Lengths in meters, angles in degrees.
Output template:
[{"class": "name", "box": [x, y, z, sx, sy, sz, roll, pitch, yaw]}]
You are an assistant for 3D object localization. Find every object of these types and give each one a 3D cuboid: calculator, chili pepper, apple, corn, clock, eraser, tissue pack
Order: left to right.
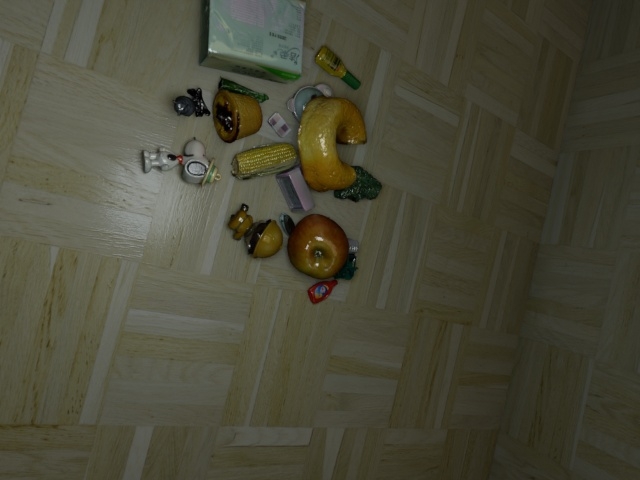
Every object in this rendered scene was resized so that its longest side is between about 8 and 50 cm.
[{"class": "chili pepper", "box": [-0.329, -0.644, 1.765, 0.227, 0.059, 0.088, 2, 89, -31]}, {"class": "tissue pack", "box": [-0.284, -0.861, 1.684, 0.405, 0.205, 0.331, 1, 94, -29]}, {"class": "corn", "box": [-0.250, -0.355, 1.804, 0.306, 0.122, 0.123, -17, 119, -24]}, {"class": "eraser", "box": [-0.191, -0.530, 1.865, 0.065, 0.026, 0.105, -49, 115, -13]}, {"class": "clock", "box": [-0.117, -0.228, 1.861, 0.063, 0.150, 0.197, -32, 109, -26]}, {"class": "calculator", "box": [-0.085, -0.337, 1.943, 0.141, 0.019, 0.094, -35, 107, -21]}, {"class": "apple", "box": [-0.002, 0.034, 1.862, 0.302, 0.302, 0.301, -3, 96, -28]}]

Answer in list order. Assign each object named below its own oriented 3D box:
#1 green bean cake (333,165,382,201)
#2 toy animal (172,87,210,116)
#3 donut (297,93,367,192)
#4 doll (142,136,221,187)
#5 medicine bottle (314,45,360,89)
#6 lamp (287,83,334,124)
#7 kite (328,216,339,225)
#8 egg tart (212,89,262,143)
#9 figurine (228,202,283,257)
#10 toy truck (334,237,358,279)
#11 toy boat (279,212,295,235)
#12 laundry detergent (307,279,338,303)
[{"class": "green bean cake", "box": [0.196, -0.256, 2.055, 0.208, 0.107, 0.193, 32, 78, -28]}, {"class": "toy animal", "box": [-0.542, -0.536, 1.597, 0.210, 0.117, 0.121, -53, 133, -64]}, {"class": "donut", "box": [0.060, -0.446, 1.832, 0.378, 0.164, 0.434, 35, 69, -54]}, {"class": "doll", "box": [-0.561, -0.295, 1.636, 0.272, 0.144, 0.208, -24, 85, -28]}, {"class": "medicine bottle", "box": [0.089, -0.828, 1.970, 0.261, 0.064, 0.094, 30, 80, -28]}, {"class": "lamp", "box": [-0.029, -0.641, 1.898, 0.246, 0.108, 0.179, -43, 117, -19]}, {"class": "kite", "box": [-0.001, 0.000, 2.020, 0.141, 0.015, 0.245, 41, 79, -26]}, {"class": "egg tart", "box": [-0.347, -0.519, 1.688, 0.171, 0.215, 0.215, -20, 104, -37]}, {"class": "figurine", "box": [-0.283, -0.029, 1.781, 0.257, 0.167, 0.192, 33, 92, -24]}, {"class": "toy truck", "box": [0.136, 0.096, 2.044, 0.110, 0.116, 0.215, 7, 91, -29]}, {"class": "toy boat", "box": [-0.160, -0.079, 1.901, 0.059, 0.066, 0.140, -50, 143, -28]}, {"class": "laundry detergent", "box": [0.018, 0.248, 2.033, 0.165, 0.049, 0.097, -24, 112, -26]}]
